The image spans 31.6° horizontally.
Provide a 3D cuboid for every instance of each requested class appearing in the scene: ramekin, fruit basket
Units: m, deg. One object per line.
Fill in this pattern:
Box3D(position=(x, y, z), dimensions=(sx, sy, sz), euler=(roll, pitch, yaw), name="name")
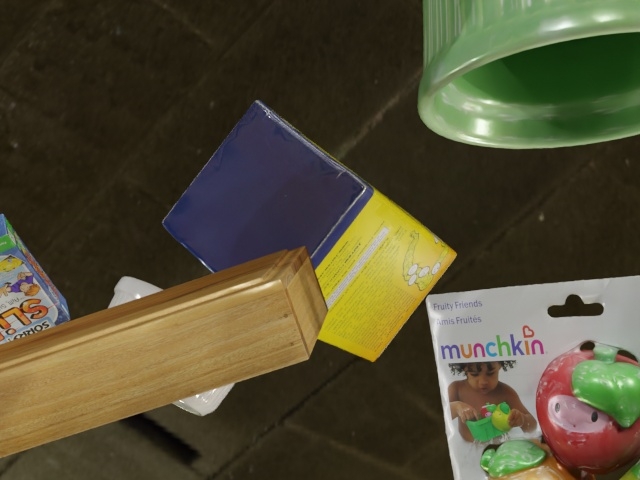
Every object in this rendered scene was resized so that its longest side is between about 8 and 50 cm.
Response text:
Box3D(position=(0.235, -0.201, 1.042), dimensions=(0.304, 0.148, 0.303), euler=(-4, 167, -1), name="ramekin")
Box3D(position=(0.250, 0.214, 1.057), dimensions=(0.327, 0.165, 0.352), euler=(-7, 98, 40), name="fruit basket")
Box3D(position=(-0.199, 0.145, 1.483), dimensions=(0.207, 0.109, 0.207), euler=(27, 165, 8), name="ramekin")

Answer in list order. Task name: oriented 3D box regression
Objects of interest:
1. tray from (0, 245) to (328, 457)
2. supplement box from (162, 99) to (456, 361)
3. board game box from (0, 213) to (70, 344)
Box3D(position=(-0.205, 0.109, 0.978), dimensions=(0.411, 0.203, 0.076), euler=(-18, 96, 7), name="tray")
Box3D(position=(0.000, 0.000, 1.449), dimensions=(0.194, 0.356, 0.195), euler=(40, 94, 27), name="supplement box")
Box3D(position=(-0.369, 0.070, 1.112), dimensions=(0.201, 0.035, 0.136), euler=(-26, 135, -1), name="board game box")
